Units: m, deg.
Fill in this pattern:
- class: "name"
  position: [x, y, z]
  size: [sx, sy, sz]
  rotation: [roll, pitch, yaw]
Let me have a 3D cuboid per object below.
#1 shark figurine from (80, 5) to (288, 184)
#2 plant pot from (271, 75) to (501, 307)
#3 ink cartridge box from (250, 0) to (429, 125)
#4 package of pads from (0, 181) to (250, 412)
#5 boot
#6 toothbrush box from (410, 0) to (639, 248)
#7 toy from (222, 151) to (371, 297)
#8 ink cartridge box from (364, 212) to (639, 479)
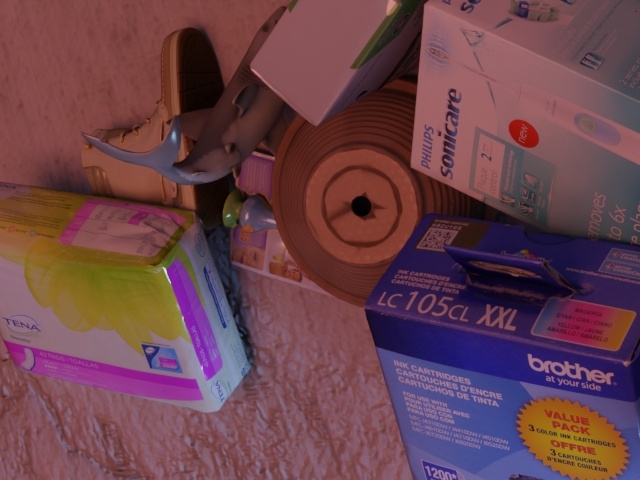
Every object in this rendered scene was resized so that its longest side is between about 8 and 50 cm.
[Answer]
- class: "shark figurine"
  position: [-0.123, -0.109, 2.005]
  size: [0.116, 0.278, 0.166]
  rotation: [15, 128, 29]
- class: "plant pot"
  position: [0.053, -0.042, 1.963]
  size: [0.237, 0.110, 0.237]
  rotation: [3, 100, 18]
- class: "ink cartridge box"
  position: [0.054, -0.219, 1.872]
  size: [0.092, 0.219, 0.160]
  rotation: [43, 125, 9]
- class: "package of pads"
  position: [-0.242, 0.057, 2.185]
  size: [0.296, 0.101, 0.229]
  rotation: [8, 134, 30]
- class: "boot"
  position: [-0.184, -0.121, 2.147]
  size: [0.165, 0.077, 0.213]
  rotation: [4, 105, 37]
- class: "toothbrush box"
  position: [0.240, -0.113, 1.796]
  size: [0.295, 0.126, 0.216]
  rotation: [29, 144, 20]
- class: "toy"
  position: [0.000, 0.000, 2.081]
  size: [0.237, 0.056, 0.137]
  rotation: [19, 116, 26]
- class: "ink cartridge box"
  position: [0.208, 0.134, 1.851]
  size: [0.270, 0.151, 0.395]
  rotation: [10, 134, 30]
